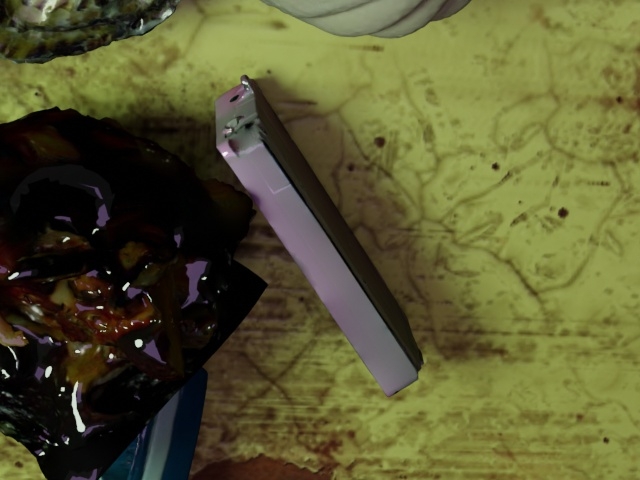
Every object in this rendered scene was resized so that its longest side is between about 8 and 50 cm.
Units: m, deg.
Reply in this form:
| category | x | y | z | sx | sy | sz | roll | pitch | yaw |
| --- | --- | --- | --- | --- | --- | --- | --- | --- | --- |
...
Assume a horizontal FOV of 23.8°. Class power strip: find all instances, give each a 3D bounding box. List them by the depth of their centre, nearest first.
| category | x | y | z | sx | sy | sz | roll | pitch | yaw |
| --- | --- | --- | --- | --- | --- | --- | --- | --- | --- |
| power strip | 0.000 | 0.000 | 1.179 | 0.037 | 0.109 | 0.279 | -29 | 116 | 9 |

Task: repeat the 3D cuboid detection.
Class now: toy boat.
| category | x | y | z | sx | sy | sz | roll | pitch | yaw |
| --- | --- | --- | --- | --- | --- | --- | --- | --- | --- |
| toy boat | -0.158 | 0.215 | 1.278 | 0.061 | 0.096 | 0.299 | 10 | 113 | -23 |

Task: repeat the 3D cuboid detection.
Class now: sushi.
| category | x | y | z | sx | sy | sz | roll | pitch | yaw |
| --- | --- | --- | --- | --- | --- | --- | --- | --- | --- |
| sushi | -0.170 | 0.019 | 1.088 | 0.227 | 0.215 | 0.212 | 43 | 140 | -5 |

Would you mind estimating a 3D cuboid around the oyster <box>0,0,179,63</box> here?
| category | x | y | z | sx | sy | sz | roll | pitch | yaw |
| --- | --- | --- | --- | --- | --- | --- | --- | --- | --- |
| oyster | -0.131 | -0.263 | 1.025 | 0.351 | 0.158 | 0.162 | -50 | 154 | 9 |

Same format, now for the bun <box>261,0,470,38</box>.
| category | x | y | z | sx | sy | sz | roll | pitch | yaw |
| --- | --- | --- | --- | --- | --- | --- | --- | --- | --- |
| bun | 0.073 | -0.242 | 0.979 | 0.263 | 0.175 | 0.263 | -21 | 127 | -31 |
